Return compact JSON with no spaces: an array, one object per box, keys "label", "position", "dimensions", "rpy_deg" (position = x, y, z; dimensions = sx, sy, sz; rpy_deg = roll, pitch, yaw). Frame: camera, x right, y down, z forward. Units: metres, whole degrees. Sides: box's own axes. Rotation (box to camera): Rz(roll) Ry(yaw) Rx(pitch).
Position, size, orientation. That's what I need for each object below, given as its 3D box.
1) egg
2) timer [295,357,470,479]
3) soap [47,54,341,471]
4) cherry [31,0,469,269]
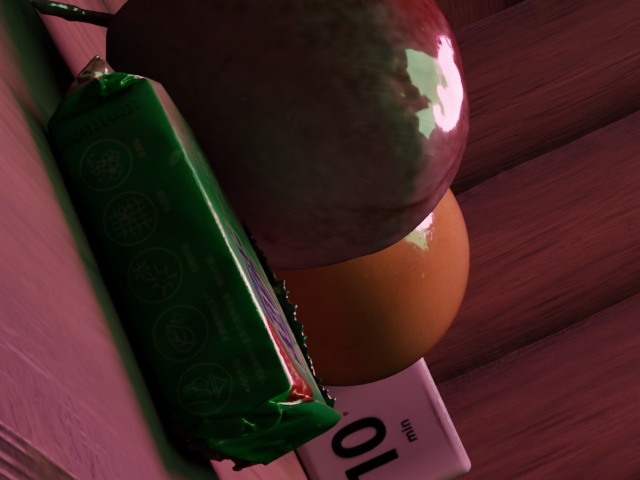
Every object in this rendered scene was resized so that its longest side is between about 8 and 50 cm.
[{"label":"egg","position":[0.018,0.015,1.584],"dimensions":[0.301,0.301,0.374],"rpy_deg":[65,8,18]},{"label":"timer","position":[0.061,0.231,1.805],"dimensions":[0.194,0.195,0.192],"rpy_deg":[-117,-178,-78]},{"label":"soap","position":[-0.094,0.025,0.990],"dimensions":[0.273,0.098,0.218],"rpy_deg":[63,6,16]},{"label":"cherry","position":[-0.035,-0.116,1.202],"dimensions":[0.291,0.326,0.335],"rpy_deg":[16,39,-55]}]
